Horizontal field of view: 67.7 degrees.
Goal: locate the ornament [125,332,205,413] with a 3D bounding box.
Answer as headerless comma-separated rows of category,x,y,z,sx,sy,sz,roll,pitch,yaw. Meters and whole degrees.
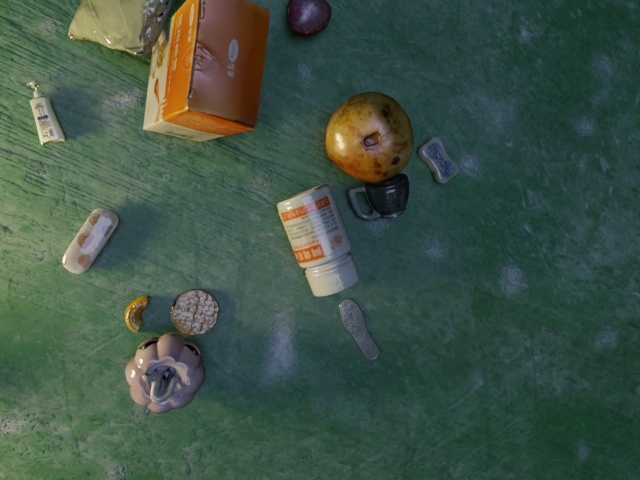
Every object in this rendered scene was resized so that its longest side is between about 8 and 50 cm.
ornament,-0.353,0.304,1.094,0.178,0.177,0.177,-1,93,-13

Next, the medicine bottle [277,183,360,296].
medicine bottle,0.000,0.000,1.168,0.145,0.144,0.252,-25,99,-10

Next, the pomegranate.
pomegranate,0.117,-0.247,1.156,0.216,0.215,0.215,-1,93,-13

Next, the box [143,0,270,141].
box,-0.244,-0.336,0.979,0.144,0.341,0.224,6,92,-34

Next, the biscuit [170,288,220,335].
biscuit,-0.307,0.177,1.171,0.120,0.015,0.120,-1,93,-13

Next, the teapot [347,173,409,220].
teapot,0.159,-0.103,1.217,0.149,0.111,0.108,-21,112,-17

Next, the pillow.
pillow,-0.403,-0.534,1.010,0.274,0.076,0.280,25,86,30

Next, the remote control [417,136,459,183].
remote control,0.317,-0.215,1.283,0.074,0.032,0.122,-39,100,-8

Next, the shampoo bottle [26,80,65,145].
shampoo bottle,-0.616,-0.285,1.065,0.049,0.034,0.141,-15,96,-5

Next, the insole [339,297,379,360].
insole,0.103,0.238,1.275,0.064,0.004,0.188,-29,99,-9

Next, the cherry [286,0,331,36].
cherry,-0.004,-0.586,1.164,0.107,0.090,0.225,36,76,-1

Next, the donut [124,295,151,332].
donut,-0.430,0.175,1.132,0.083,0.038,0.067,-37,97,-7

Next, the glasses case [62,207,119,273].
glasses case,-0.527,0.000,1.097,0.063,0.041,0.164,33,85,-12
